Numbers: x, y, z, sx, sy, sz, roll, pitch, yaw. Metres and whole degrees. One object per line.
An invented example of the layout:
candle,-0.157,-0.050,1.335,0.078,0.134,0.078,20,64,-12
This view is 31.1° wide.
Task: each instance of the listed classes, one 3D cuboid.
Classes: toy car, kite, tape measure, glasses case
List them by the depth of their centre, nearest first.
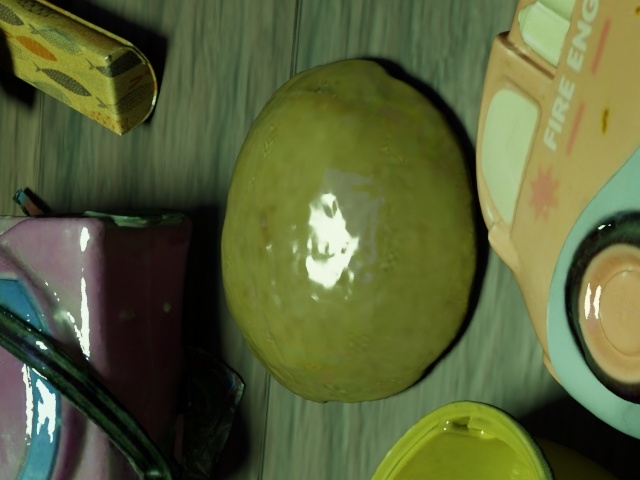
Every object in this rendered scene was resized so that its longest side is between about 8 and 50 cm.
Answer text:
toy car,0.163,-0.063,0.467,0.212,0.181,0.270,47,132,52
tape measure,-0.188,0.091,0.773,0.245,0.149,0.231,4,96,30
glasses case,-0.187,-0.139,0.829,0.170,0.041,0.064,30,140,34
kite,-0.171,0.076,0.851,0.285,0.015,0.152,43,117,28

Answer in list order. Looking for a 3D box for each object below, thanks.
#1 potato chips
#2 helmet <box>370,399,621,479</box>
potato chips,0.000,-0.001,0.682,0.195,0.062,0.208,42,115,27
helmet,0.099,0.203,0.564,0.205,0.140,0.257,-101,31,-49
